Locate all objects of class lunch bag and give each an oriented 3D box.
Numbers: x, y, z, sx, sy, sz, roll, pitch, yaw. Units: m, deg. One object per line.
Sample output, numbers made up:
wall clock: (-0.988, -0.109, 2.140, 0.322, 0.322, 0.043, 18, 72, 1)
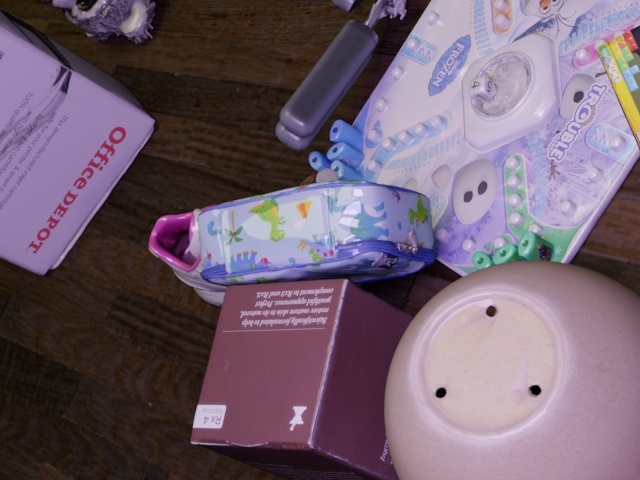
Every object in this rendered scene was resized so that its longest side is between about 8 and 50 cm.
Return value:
lunch bag: (0.000, 0.000, 1.422, 0.219, 0.176, 0.090, -10, 81, 27)

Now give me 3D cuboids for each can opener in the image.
can opener: (0.023, -0.230, 1.635, 0.280, 0.093, 0.074, -60, -4, -23)

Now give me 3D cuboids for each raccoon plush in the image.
raccoon plush: (-0.241, -0.491, 2.078, 0.446, 0.299, 0.216, -29, 23, -13)

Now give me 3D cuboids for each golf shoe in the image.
golf shoe: (-0.071, 0.013, 1.593, 0.306, 0.140, 0.115, -8, 62, 41)

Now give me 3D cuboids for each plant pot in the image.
plant pot: (0.170, 0.131, 1.184, 0.284, 0.191, 0.284, -10, 64, 20)

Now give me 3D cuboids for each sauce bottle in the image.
sauce bottle: (-0.006, -0.053, 1.591, 0.128, 0.042, 0.042, 132, 157, -75)

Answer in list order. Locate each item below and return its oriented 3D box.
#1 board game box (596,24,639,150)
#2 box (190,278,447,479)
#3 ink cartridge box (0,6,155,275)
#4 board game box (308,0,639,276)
board game box: (0.352, -0.135, 1.281, 0.141, 0.048, 0.170, -28, 63, 21)
box: (0.013, 0.152, 1.380, 0.168, 0.203, 0.167, -4, 65, 42)
ink cartridge box: (-0.473, -0.166, 1.904, 0.285, 0.395, 0.166, -52, 39, 9)
board game box: (0.195, -0.167, 1.497, 0.390, 0.050, 0.390, -57, 41, 3)
